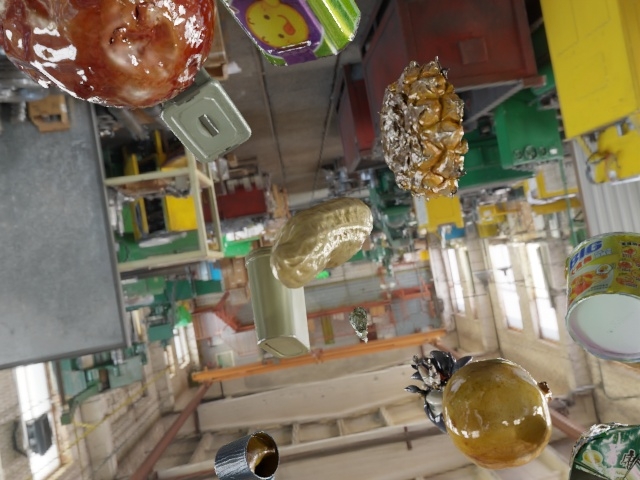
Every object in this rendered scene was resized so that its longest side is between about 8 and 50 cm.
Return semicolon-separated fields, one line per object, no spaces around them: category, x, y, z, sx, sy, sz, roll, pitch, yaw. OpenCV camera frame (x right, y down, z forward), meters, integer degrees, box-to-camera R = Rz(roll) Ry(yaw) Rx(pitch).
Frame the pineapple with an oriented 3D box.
pineapple;0.139;-0.156;0.788;0.076;0.225;0.225;-14;179;-12

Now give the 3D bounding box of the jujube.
jujube;-0.212;-0.234;0.502;0.197;0.290;0.197;-26;142;-22

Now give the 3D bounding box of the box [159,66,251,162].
box;-0.224;-0.244;1.021;0.123;0.093;0.172;-31;147;2

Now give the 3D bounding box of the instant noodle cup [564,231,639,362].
instant noodle cup;0.524;0.108;0.941;0.204;0.205;0.153;-11;-151;41

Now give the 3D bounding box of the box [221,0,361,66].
box;-0.090;-0.331;0.541;0.134;0.097;0.345;1;155;34

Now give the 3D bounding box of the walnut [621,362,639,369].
walnut;0.731;0.148;1.176;0.312;0.252;0.277;-1;-173;25

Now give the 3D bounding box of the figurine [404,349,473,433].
figurine;0.381;0.447;1.634;0.196;0.265;0.175;-12;-167;-21

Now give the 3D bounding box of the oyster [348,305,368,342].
oyster;0.084;0.192;1.186;0.037;0.098;0.100;-10;138;-5

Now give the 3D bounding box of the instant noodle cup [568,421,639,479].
instant noodle cup;0.604;0.469;1.068;0.240;0.241;0.178;-10;170;16

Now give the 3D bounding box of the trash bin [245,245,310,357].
trash bin;-0.108;0.168;1.434;0.121;0.248;0.243;-14;153;9

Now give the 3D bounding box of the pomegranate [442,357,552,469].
pomegranate;0.415;0.399;1.268;0.264;0.265;0.264;-10;178;0

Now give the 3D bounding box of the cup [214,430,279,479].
cup;-0.191;0.588;1.402;0.138;0.150;0.113;-31;157;35

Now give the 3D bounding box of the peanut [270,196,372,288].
peanut;0.000;0.000;1.179;0.140;0.154;0.325;3;-152;38
